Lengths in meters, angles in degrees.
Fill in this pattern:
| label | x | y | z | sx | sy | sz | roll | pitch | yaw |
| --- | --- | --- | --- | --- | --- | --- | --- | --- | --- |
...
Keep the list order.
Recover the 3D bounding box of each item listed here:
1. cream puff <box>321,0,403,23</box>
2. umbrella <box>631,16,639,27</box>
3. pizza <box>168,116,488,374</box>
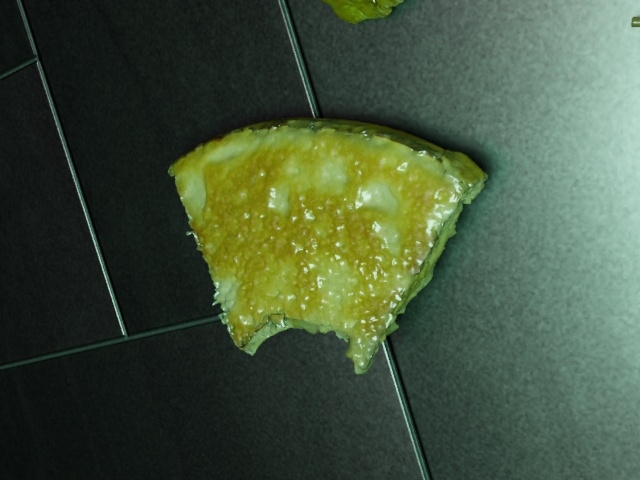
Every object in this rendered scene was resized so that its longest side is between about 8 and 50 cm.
| label | x | y | z | sx | sy | sz | roll | pitch | yaw |
| --- | --- | --- | --- | --- | --- | --- | --- | --- | --- |
| cream puff | 0.035 | -0.221 | 0.780 | 0.083 | 0.058 | 0.083 | 27 | 117 | 22 |
| umbrella | 0.304 | -0.150 | 0.651 | 0.165 | 0.025 | 0.027 | 9 | 84 | 28 |
| pizza | 0.000 | 0.000 | 0.839 | 0.323 | 0.089 | 0.223 | 5 | 98 | 33 |
